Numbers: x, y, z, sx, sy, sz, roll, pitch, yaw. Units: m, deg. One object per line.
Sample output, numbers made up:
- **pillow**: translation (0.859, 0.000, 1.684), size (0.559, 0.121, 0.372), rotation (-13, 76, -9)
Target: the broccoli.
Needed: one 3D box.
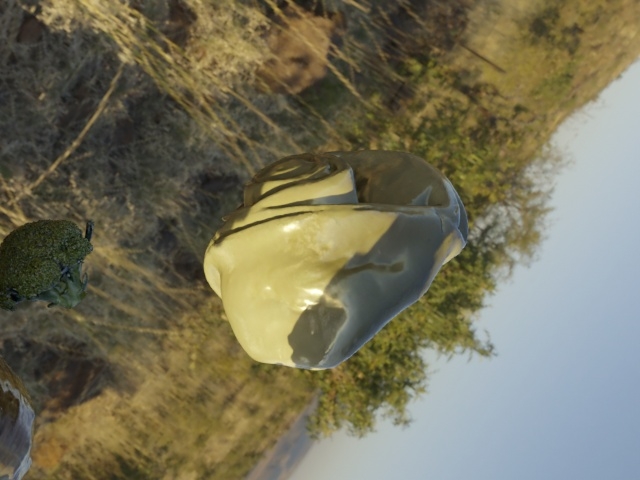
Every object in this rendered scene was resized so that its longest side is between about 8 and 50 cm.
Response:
- **broccoli**: translation (-0.346, 0.033, 0.931), size (0.130, 0.120, 0.131), rotation (-25, -156, 15)

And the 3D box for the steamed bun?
- **steamed bun**: translation (0.000, 0.000, 1.030), size (0.368, 0.255, 0.342), rotation (-42, -170, -32)

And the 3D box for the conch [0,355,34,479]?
- **conch**: translation (-0.485, 0.177, 0.808), size (0.297, 0.210, 0.352), rotation (-19, 108, -30)
